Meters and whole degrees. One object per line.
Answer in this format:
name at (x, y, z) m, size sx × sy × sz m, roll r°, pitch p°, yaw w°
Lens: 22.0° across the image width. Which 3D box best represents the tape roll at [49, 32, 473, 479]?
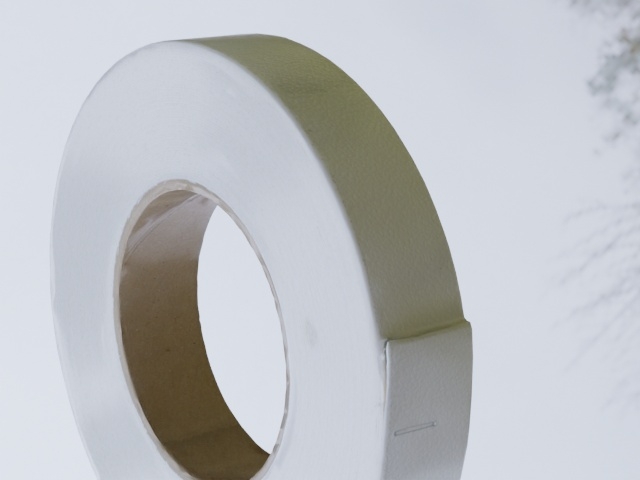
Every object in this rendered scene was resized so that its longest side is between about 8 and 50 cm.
tape roll at (-0.054, 0.059, 1.071) m, size 0.072 × 0.392 × 0.392 m, roll -10°, pitch -129°, yaw -37°
